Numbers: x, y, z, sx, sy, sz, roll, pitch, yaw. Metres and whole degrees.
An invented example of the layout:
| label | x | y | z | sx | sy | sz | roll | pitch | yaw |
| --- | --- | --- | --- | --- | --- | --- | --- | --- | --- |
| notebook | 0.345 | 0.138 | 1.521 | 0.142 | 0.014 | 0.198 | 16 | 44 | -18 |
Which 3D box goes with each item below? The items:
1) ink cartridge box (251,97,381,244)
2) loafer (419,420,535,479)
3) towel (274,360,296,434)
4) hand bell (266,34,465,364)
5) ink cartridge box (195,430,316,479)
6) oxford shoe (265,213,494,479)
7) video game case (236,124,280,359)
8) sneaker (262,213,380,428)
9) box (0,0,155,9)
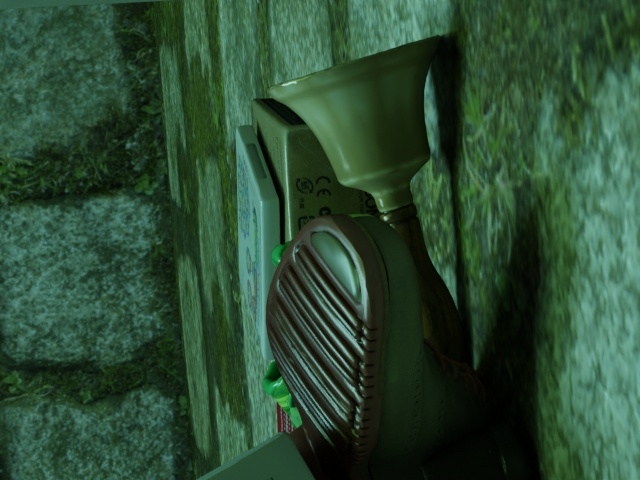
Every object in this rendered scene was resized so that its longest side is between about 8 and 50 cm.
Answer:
| label | x | y | z | sx | sy | sz | roll | pitch | yaw |
| --- | --- | --- | --- | --- | --- | --- | --- | --- | --- |
| ink cartridge box | 0.000 | 0.000 | 1.451 | 0.193 | 0.088 | 0.234 | -128 | 33 | -74 |
| loafer | 0.088 | 0.210 | 1.103 | 0.080 | 0.078 | 0.220 | -111 | 19 | -57 |
| towel | -0.010 | 0.165 | 1.760 | 0.275 | 0.031 | 0.198 | -166 | 73 | -77 |
| hand bell | 0.059 | -0.010 | 1.170 | 0.126 | 0.126 | 0.242 | -170 | 62 | -79 |
| ink cartridge box | -0.004 | 0.340 | 1.096 | 0.384 | 0.160 | 0.279 | 59 | 166 | 7 |
| oxford shoe | 0.046 | 0.092 | 1.095 | 0.123 | 0.130 | 0.348 | 57 | 160 | 33 |
| video game case | -0.054 | 0.000 | 1.448 | 0.143 | 0.019 | 0.157 | -112 | 19 | -59 |
| sneaker | 0.018 | 0.130 | 1.315 | 0.109 | 0.123 | 0.295 | 161 | 101 | -80 |
| box | -0.061 | -0.237 | 1.027 | 0.121 | 0.311 | 0.148 | 108 | 154 | -66 |
